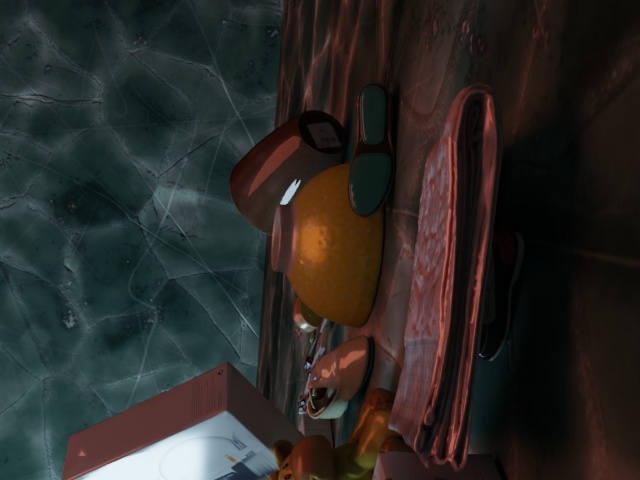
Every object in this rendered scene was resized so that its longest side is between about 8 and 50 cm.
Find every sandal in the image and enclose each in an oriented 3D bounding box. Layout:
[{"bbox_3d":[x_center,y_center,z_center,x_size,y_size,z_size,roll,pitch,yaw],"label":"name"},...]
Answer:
[{"bbox_3d":[0.005,0.076,1.714,0.079,0.088,0.240,-37,26,30],"label":"sandal"}]

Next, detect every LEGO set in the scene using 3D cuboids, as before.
[{"bbox_3d":[0.001,0.249,1.769,0.244,0.060,0.182,112,172,-57],"label":"LEGO set"}]

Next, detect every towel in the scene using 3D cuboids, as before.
[{"bbox_3d":[0.115,0.045,0.849,0.332,0.053,0.316,82,-164,-82],"label":"towel"}]

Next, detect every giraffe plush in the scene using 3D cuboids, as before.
[{"bbox_3d":[0.022,0.309,1.164,0.181,0.171,0.210,-119,35,-73],"label":"giraffe plush"}]

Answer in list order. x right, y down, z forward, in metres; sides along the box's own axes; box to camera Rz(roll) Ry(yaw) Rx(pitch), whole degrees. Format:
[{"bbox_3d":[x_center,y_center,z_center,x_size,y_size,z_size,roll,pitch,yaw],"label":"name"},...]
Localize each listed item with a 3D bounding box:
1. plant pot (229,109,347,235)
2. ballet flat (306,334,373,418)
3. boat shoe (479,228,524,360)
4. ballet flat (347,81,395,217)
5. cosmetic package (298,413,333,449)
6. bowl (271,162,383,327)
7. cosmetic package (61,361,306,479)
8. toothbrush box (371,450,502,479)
[{"bbox_3d":[-0.043,-0.152,1.764,0.230,0.215,0.215,132,144,-50],"label":"plant pot"},{"bbox_3d":[0.024,0.235,1.459,0.248,0.086,0.086,108,164,-53],"label":"ballet flat"},{"bbox_3d":[0.162,0.053,0.841,0.049,0.043,0.137,-112,26,-65],"label":"boat shoe"},{"bbox_3d":[0.087,-0.138,1.355,0.068,0.072,0.213,16,-102,-72],"label":"ballet flat"},{"bbox_3d":[-0.026,0.450,1.716,0.099,0.060,0.239,-95,13,-47],"label":"cosmetic package"},{"bbox_3d":[0.000,0.000,1.488,0.289,0.156,0.289,-175,90,-81],"label":"bowl"},{"bbox_3d":[-0.152,0.371,1.314,0.377,0.284,0.097,51,-158,-36],"label":"cosmetic package"},{"bbox_3d":[0.103,0.371,0.810,0.206,0.122,0.283,-104,19,-60],"label":"toothbrush box"}]
